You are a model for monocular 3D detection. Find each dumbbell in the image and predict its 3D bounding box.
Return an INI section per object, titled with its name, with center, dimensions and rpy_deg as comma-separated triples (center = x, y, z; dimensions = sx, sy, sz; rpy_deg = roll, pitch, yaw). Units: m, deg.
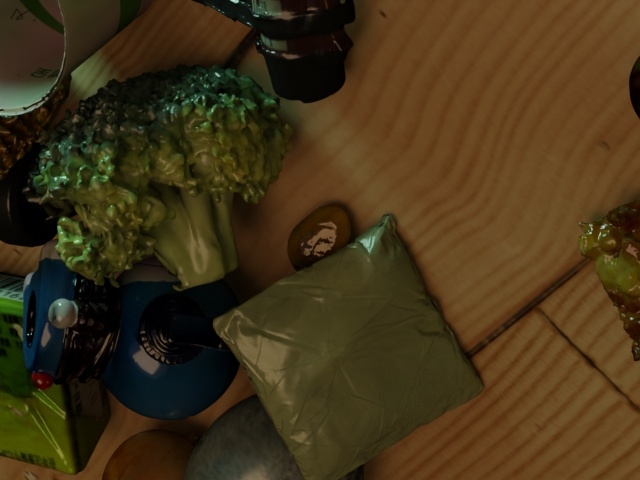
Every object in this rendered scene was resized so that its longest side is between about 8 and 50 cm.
[dumbbell]
center = -0.489, -0.074, 1.886
dimensions = 0.218, 0.152, 0.153
rpy_deg = 7, 118, 25

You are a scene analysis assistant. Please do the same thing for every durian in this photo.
[durian]
center = -0.426, -0.192, 1.747
dimensions = 0.195, 0.305, 0.186
rpy_deg = -25, 112, -10

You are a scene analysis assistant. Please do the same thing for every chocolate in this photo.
[chocolate]
center = -0.486, 0.192, 2.038
dimensions = 0.300, 0.137, 0.289
rpy_deg = 10, 119, 25

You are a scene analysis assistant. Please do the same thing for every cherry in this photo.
[cherry]
center = -0.065, 0.346, 1.844
dimensions = 0.255, 0.218, 0.296
rpy_deg = 21, 114, 3

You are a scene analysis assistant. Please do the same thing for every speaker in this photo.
[speaker]
center = -0.085, -0.332, 1.526
dimensions = 0.259, 0.198, 0.330
rpy_deg = 6, 127, 11

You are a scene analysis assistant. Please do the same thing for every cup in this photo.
[cup]
center = -0.345, -0.315, 1.610
dimensions = 0.253, 0.274, 0.253
rpy_deg = 14, 122, 23

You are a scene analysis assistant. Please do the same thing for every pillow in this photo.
[pillow]
center = 0.041, 0.152, 1.697
dimensions = 0.274, 0.076, 0.281
rpy_deg = -30, 101, -3

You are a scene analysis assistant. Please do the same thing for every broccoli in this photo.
[broccoli]
center = -0.198, -0.078, 1.675
dimensions = 0.347, 0.293, 0.281
rpy_deg = -19, 104, -6

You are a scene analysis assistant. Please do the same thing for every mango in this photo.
[mango]
center = 0.000, 0.000, 1.728
dimensions = 0.079, 0.057, 0.114
rpy_deg = 38, 118, 10

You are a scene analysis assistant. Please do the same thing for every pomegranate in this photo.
[pomegranate]
center = -0.239, 0.381, 1.977
dimensions = 0.191, 0.191, 0.191
rpy_deg = 12, 120, 22

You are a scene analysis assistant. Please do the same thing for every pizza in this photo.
[pizza]
center = 0.400, 0.041, 1.518
dimensions = 0.228, 0.081, 0.290
rpy_deg = 31, 127, 11

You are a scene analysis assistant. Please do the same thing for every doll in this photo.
[doll]
center = -0.248, 0.125, 1.794
dimensions = 0.284, 0.309, 0.240
rpy_deg = 160, 115, -67

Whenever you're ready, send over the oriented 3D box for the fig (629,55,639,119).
[fig]
center = 0.411, -0.167, 1.390
dimensions = 0.154, 0.103, 0.109
rpy_deg = -11, 132, 41
